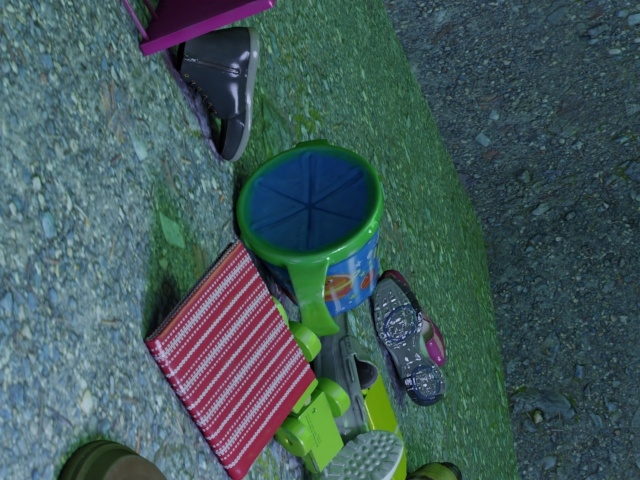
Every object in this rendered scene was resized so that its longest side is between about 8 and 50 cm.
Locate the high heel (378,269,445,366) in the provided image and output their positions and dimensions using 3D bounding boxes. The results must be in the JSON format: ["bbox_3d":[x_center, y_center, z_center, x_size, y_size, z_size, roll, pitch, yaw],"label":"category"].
[{"bbox_3d":[0.209,0.175,2.665,0.117,0.082,0.244,46,19,-78],"label":"high heel"}]

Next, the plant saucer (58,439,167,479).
[{"bbox_3d":[-0.193,0.341,1.221,0.278,0.041,0.277,-16,90,-74],"label":"plant saucer"}]

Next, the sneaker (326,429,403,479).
[{"bbox_3d":[0.053,0.398,1.842,0.235,0.090,0.095,-49,144,-28],"label":"sneaker"}]

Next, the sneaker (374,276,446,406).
[{"bbox_3d":[0.181,0.220,2.603,0.129,0.111,0.297,-139,-149,-78],"label":"sneaker"}]

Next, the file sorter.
[{"bbox_3d":[-0.179,-0.437,1.700,0.290,0.202,0.182,-82,150,-54],"label":"file sorter"}]

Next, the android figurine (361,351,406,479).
[{"bbox_3d":[0.101,0.353,2.229,0.248,0.056,0.272,-54,127,-71],"label":"android figurine"}]

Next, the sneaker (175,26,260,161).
[{"bbox_3d":[-0.166,-0.225,1.803,0.083,0.118,0.222,-115,-151,-56],"label":"sneaker"}]

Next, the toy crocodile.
[{"bbox_3d":[-0.048,0.218,1.755,0.115,0.105,0.340,-48,134,-27],"label":"toy crocodile"}]

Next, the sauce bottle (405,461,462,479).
[{"bbox_3d":[0.232,0.519,2.445,0.344,0.111,0.111,14,63,-74],"label":"sauce bottle"}]

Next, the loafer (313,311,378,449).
[{"bbox_3d":[0.043,0.221,2.005,0.112,0.111,0.319,87,4,-48],"label":"loafer"}]

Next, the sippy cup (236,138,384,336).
[{"bbox_3d":[0.000,0.000,1.924,0.305,0.240,0.224,-51,150,-23],"label":"sippy cup"}]

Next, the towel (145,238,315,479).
[{"bbox_3d":[-0.112,0.160,1.550,0.199,0.031,0.275,-52,132,-33],"label":"towel"}]
